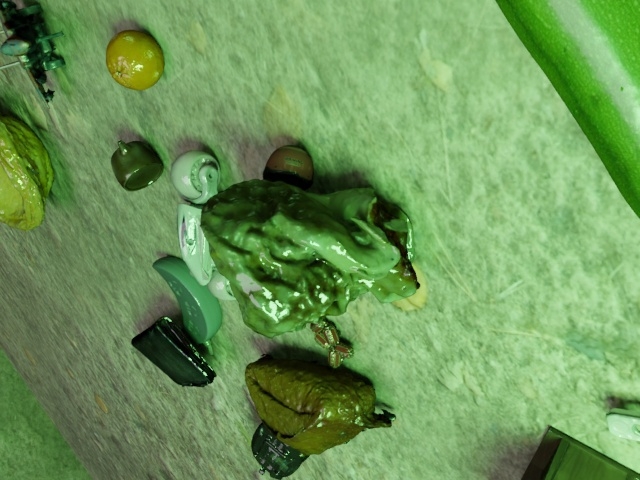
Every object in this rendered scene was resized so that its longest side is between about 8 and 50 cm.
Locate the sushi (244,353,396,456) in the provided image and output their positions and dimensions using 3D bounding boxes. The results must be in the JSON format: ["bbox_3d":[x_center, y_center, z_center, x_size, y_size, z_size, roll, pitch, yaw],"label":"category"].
[{"bbox_3d":[-0.023,0.274,0.924,0.287,0.140,0.149,0,85,44],"label":"sushi"}]

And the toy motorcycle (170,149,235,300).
[{"bbox_3d":[-0.175,-0.011,0.861,0.112,0.112,0.255,9,124,38],"label":"toy motorcycle"}]

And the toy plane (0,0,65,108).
[{"bbox_3d":[-0.463,-0.312,0.882,0.326,0.104,0.223,22,135,51],"label":"toy plane"}]

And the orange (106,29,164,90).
[{"bbox_3d":[-0.262,-0.254,0.788,0.083,0.070,0.083,24,137,24],"label":"orange"}]

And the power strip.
[{"bbox_3d":[-0.251,0.135,1.092,0.137,0.044,0.216,13,127,35],"label":"power strip"}]

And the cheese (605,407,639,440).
[{"bbox_3d":[0.405,0.194,0.526,0.251,0.054,0.127,-2,118,44],"label":"cheese"}]

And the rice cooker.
[{"bbox_3d":[-0.067,0.376,1.061,0.112,0.106,0.165,34,127,13],"label":"rice cooker"}]

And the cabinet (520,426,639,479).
[{"bbox_3d":[0.319,0.364,0.640,0.215,0.174,0.148,26,134,27],"label":"cabinet"}]

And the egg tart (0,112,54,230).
[{"bbox_3d":[-0.664,-0.165,1.189,0.293,0.123,0.294,20,130,26],"label":"egg tart"}]

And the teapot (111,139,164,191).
[{"bbox_3d":[-0.308,-0.128,0.928,0.068,0.076,0.121,54,171,11],"label":"teapot"}]

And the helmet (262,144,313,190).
[{"bbox_3d":[-0.039,-0.096,0.718,0.065,0.049,0.084,15,168,-16],"label":"helmet"}]

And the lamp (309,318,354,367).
[{"bbox_3d":[0.015,0.156,0.876,0.083,0.031,0.063,49,139,7],"label":"lamp"}]

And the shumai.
[{"bbox_3d":[-0.002,0.001,0.662,0.218,0.256,0.189,-16,96,11],"label":"shumai"}]

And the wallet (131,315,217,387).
[{"bbox_3d":[-0.312,0.245,1.188,0.172,0.045,0.318,47,151,-6],"label":"wallet"}]

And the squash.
[{"bbox_3d":[0.207,-0.151,0.413,0.379,0.101,0.101,54,140,-3],"label":"squash"}]
